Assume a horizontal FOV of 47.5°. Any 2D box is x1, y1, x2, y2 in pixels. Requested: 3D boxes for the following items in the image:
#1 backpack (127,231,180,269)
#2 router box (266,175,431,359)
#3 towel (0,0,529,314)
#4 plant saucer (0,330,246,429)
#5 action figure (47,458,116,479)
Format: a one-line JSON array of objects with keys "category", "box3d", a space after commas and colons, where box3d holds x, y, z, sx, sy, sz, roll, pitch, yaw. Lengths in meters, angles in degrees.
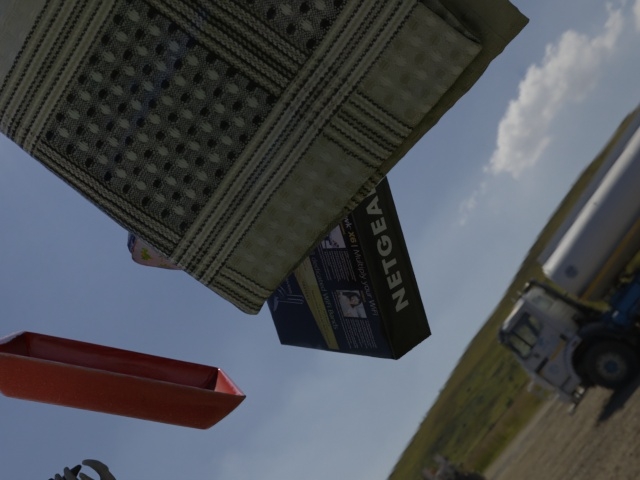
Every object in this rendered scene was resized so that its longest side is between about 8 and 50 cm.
[{"category": "backpack", "box3d": [-0.171, -0.023, 0.855, 0.105, 0.084, 0.114, 9, -48, -14]}, {"category": "router box", "box3d": [0.000, 0.000, 0.994, 0.081, 0.243, 0.309, -27, -73, -38]}, {"category": "towel", "box3d": [-0.075, -0.135, 0.506, 0.324, 0.312, 0.056, -48, 8, 22]}, {"category": "plant saucer", "box3d": [-0.228, 0.155, 0.815, 0.259, 0.258, 0.048, 164, 118, -76]}, {"category": "action figure", "box3d": [-0.206, 0.242, 0.532, 0.164, 0.275, 0.141, -41, -42, -35]}]
